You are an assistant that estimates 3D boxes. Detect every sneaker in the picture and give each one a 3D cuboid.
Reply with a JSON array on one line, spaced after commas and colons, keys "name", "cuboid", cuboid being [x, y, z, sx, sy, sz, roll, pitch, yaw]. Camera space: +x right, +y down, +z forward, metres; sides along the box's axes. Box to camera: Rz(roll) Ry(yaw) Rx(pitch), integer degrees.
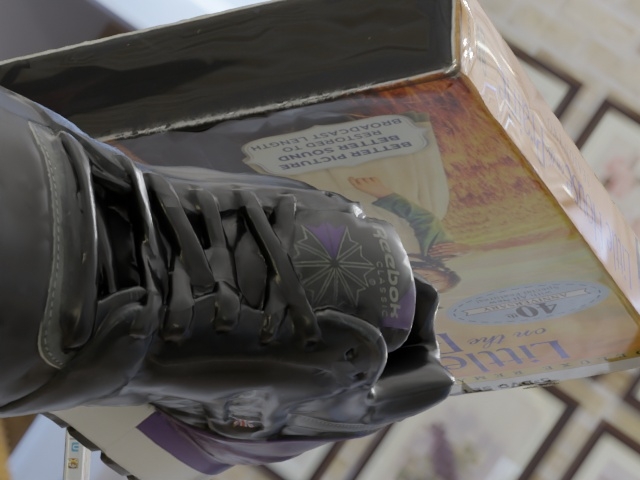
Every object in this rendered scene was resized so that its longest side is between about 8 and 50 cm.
[{"name": "sneaker", "cuboid": [-0.042, 0.004, 0.567, 0.124, 0.107, 0.283, -12, -17, 18]}]

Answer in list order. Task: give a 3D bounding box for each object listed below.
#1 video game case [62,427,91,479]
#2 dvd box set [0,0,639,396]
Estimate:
[{"name": "video game case", "cuboid": [-0.172, 0.204, 1.331, 0.015, 0.166, 0.119, 2, -15, -4]}, {"name": "dvd box set", "cuboid": [0.000, 0.000, 1.060, 0.307, 0.062, 0.420, -9, -25, 20]}]
